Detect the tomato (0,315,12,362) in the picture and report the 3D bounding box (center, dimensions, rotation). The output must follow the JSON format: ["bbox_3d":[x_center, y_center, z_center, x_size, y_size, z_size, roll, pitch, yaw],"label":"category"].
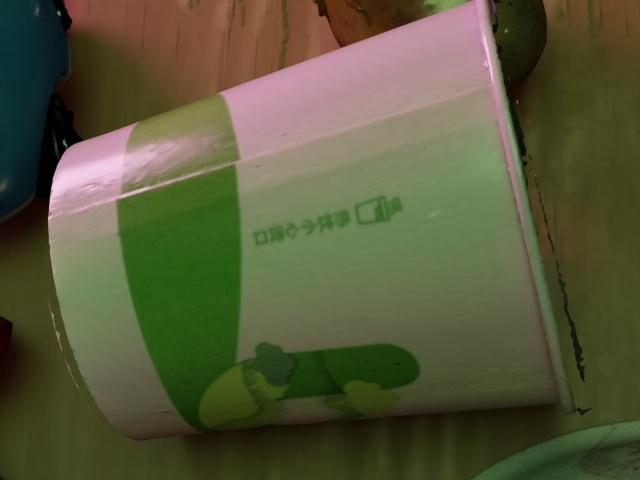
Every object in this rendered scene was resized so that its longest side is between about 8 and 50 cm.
[{"bbox_3d":[-0.286,0.074,0.801,0.159,0.139,0.091,17,93,18],"label":"tomato"}]

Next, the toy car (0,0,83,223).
[{"bbox_3d":[-0.273,-0.131,0.850,0.189,0.190,0.255,-8,68,3],"label":"toy car"}]

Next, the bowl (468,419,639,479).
[{"bbox_3d":[0.201,0.271,0.613,0.435,0.196,0.434,-3,67,7],"label":"bowl"}]

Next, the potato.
[{"bbox_3d":[0.073,-0.168,0.860,0.137,0.137,0.176,-32,88,-7],"label":"potato"}]

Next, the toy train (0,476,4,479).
[{"bbox_3d":[-0.266,0.230,0.734,0.154,0.115,0.269,40,78,15],"label":"toy train"}]

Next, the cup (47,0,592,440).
[{"bbox_3d":[0.000,0.000,0.739,0.274,0.253,0.253,-11,66,10],"label":"cup"}]
